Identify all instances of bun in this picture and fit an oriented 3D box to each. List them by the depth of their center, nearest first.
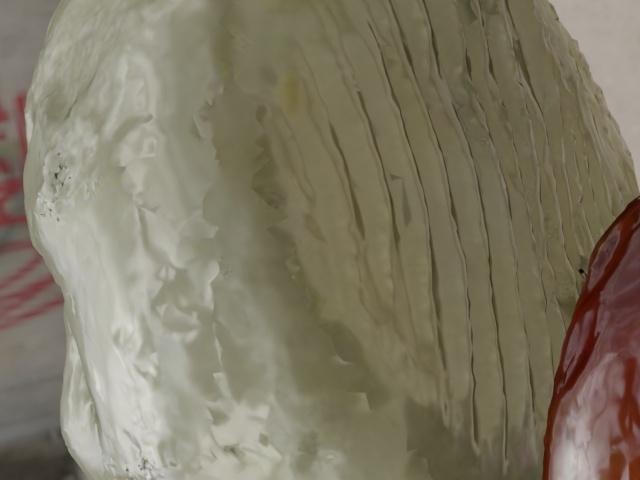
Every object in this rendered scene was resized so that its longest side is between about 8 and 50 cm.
[{"bbox_3d":[0.000,0.000,0.768,0.326,0.234,0.362,69,-154,-14],"label":"bun"}]

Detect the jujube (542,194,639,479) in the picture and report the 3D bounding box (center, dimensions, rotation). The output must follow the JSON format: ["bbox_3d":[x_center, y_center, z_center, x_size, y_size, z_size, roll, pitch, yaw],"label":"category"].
[{"bbox_3d":[0.168,0.050,0.404,0.168,0.236,0.168,6,-90,-83],"label":"jujube"}]
